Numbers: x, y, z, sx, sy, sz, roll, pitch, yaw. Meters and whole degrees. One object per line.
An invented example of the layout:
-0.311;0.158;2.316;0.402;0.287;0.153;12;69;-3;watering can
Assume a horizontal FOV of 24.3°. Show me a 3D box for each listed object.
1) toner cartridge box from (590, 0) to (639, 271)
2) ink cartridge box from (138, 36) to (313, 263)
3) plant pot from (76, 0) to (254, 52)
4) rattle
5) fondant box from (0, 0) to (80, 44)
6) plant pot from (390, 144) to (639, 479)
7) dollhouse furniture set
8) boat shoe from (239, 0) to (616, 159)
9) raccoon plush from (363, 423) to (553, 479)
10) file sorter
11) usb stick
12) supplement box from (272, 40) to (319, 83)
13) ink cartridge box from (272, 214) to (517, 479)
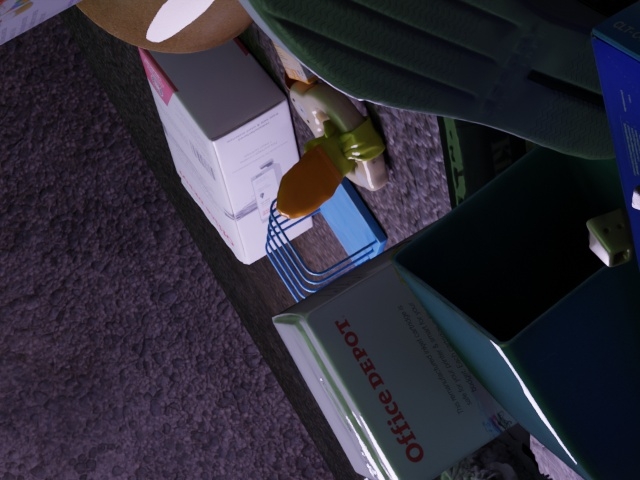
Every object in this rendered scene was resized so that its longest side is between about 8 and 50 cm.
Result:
0.266;0.027;0.888;0.165;0.075;0.348;43;160;49;toner cartridge box
-0.123;-0.135;1.971;0.207;0.117;0.283;52;165;32;ink cartridge box
-0.088;-0.304;1.260;0.237;0.237;0.254;61;153;-6;plant pot
-0.026;-0.107;1.617;0.200;0.143;0.130;42;178;38;rattle
-0.163;-0.186;0.826;0.096;0.330;0.238;59;168;-5;fondant box
0.199;0.078;1.087;0.234;0.166;0.165;59;170;-30;plant pot
0.177;-0.014;0.808;0.114;0.091;0.081;76;175;-61;dollhouse furniture set
0.065;-0.139;0.887;0.335;0.121;0.119;23;-161;-35;boat shoe
0.169;0.374;1.397;0.299;0.216;0.446;30;-129;-56;raccoon plush
0.000;0.000;1.828;0.118;0.104;0.170;56;167;12;file sorter
0.129;-0.046;1.137;0.045;0.077;0.278;11;119;45;usb stick
-0.029;-0.220;1.584;0.098;0.036;0.062;65;166;-21;supplement box
0.105;0.081;1.284;0.171;0.233;0.168;61;168;-2;ink cartridge box
